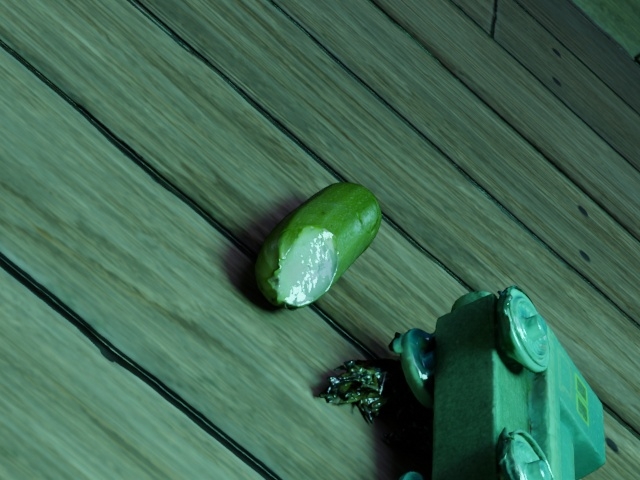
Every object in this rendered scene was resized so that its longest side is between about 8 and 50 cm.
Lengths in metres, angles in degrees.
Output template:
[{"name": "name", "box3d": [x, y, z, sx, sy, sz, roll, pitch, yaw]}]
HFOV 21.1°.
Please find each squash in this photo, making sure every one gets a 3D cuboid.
[{"name": "squash", "box3d": [0.000, 0.000, 1.403, 0.069, 0.069, 0.239, 46, 23, 1]}]

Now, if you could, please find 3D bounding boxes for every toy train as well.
[{"name": "toy train", "box3d": [0.142, 0.174, 1.285, 0.194, 0.120, 0.298, 53, 26, -29]}]

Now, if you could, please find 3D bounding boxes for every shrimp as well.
[{"name": "shrimp", "box3d": [0.060, 0.126, 1.341, 0.161, 0.034, 0.091, 9, 43, -55]}]
